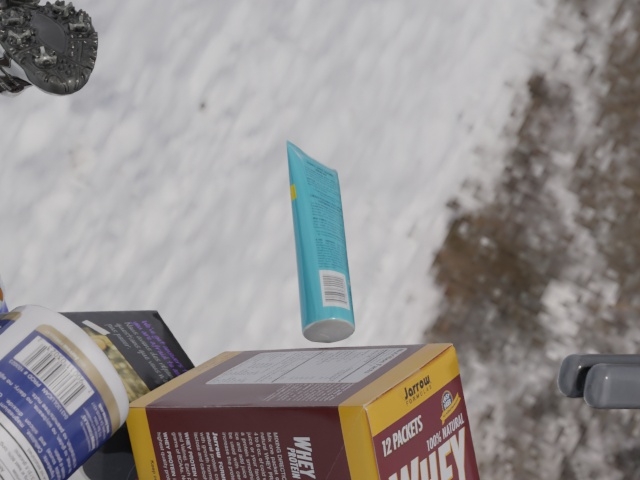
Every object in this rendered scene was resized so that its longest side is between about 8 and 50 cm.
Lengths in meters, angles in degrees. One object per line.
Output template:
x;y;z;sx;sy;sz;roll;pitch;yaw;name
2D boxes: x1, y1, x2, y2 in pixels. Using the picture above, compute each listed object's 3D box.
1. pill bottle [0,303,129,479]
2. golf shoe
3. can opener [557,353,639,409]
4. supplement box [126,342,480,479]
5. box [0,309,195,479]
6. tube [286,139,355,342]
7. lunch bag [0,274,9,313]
-0.195;0.121;0.896;0.169;0.094;0.094;-44;168;-31;pill bottle
-0.227;-0.146;1.268;0.077;0.198;0.094;-13;126;-24;golf shoe
0.371;0.123;1.671;0.076;0.283;0.095;21;-76;53;can opener
-0.003;0.182;1.105;0.129;0.194;0.191;-26;108;-56;supplement box
-0.229;0.156;1.196;0.270;0.143;0.165;2;125;-39;box
0.000;0.000;1.617;0.052;0.080;0.207;-22;-124;27;tube
-0.456;-0.057;1.484;0.239;0.327;0.385;-25;-163;-39;lunch bag
